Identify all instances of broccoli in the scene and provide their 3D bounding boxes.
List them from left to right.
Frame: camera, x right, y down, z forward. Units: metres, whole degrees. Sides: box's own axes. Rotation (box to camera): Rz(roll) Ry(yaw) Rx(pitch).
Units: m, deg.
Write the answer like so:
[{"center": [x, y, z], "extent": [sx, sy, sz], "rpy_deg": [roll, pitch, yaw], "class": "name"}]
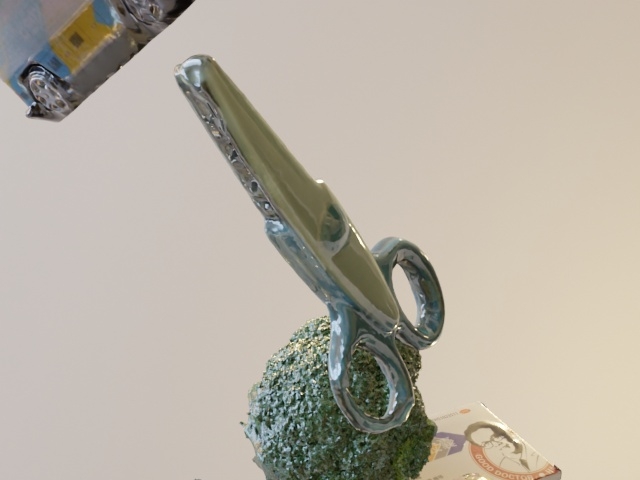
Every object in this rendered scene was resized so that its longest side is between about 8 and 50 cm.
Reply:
[{"center": [0.026, 0.244, 1.242], "extent": [0.265, 0.245, 0.295], "rpy_deg": [7, -98, 6], "class": "broccoli"}]

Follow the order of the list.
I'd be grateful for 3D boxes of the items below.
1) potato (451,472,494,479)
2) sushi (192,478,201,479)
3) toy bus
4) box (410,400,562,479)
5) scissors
[{"center": [0.131, 0.300, 0.892], "extent": [0.107, 0.080, 0.171], "rpy_deg": [-6, -48, -43], "class": "potato"}, {"center": [-0.003, 0.253, 0.687], "extent": [0.200, 0.031, 0.139], "rpy_deg": [8, -70, 25], "class": "sushi"}, {"center": [-0.207, -0.257, 0.829], "extent": [0.162, 0.386, 0.171], "rpy_deg": [43, -122, -20], "class": "toy bus"}, {"center": [0.162, 0.365, 1.394], "extent": [0.353, 0.214, 0.069], "rpy_deg": [-9, -64, -26], "class": "box"}, {"center": [0.000, 0.000, 0.558], "extent": [0.289, 0.041, 0.138], "rpy_deg": [54, -130, -36], "class": "scissors"}]
